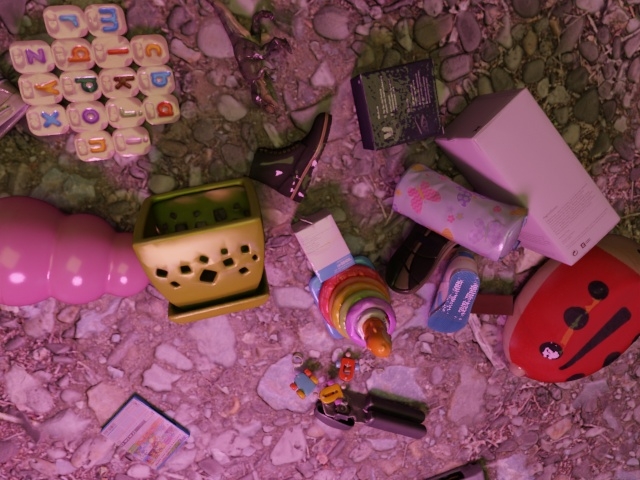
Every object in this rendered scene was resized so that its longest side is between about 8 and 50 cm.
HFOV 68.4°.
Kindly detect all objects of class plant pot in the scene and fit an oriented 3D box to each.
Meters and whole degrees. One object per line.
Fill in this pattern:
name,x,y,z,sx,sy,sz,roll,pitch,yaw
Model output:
plant pot,-0.217,0.022,0.933,0.228,0.227,0.207,-13,118,-7

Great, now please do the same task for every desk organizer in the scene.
desk organizer,0.403,0.156,1.155,0.130,0.047,0.050,5,82,-11

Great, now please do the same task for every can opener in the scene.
can opener,0.123,0.440,1.179,0.283,0.076,0.095,20,131,-14

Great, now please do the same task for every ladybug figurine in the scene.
ladybug figurine,0.648,0.184,1.151,0.305,0.162,0.449,42,93,-16

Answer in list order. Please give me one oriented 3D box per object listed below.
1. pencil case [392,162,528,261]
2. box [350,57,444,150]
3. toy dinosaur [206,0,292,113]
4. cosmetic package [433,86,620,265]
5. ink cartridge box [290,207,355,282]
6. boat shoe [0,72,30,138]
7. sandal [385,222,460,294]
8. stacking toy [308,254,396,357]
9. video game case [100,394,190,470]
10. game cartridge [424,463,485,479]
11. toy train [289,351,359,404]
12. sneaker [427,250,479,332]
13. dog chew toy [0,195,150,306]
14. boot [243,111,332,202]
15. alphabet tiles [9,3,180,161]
pencil case,0.287,-0.064,0.989,0.273,0.113,0.124,29,92,26
box,0.160,-0.285,0.996,0.158,0.093,0.156,-15,105,-7
toy dinosaur,-0.131,-0.395,0.940,0.118,0.064,0.268,-27,102,4
cosmetic package,0.442,-0.136,1.027,0.155,0.197,0.365,-43,107,2
ink cartridge box,0.000,0.000,1.033,0.089,0.092,0.143,-28,106,-3
boat shoe,-0.667,-0.176,0.872,0.094,0.109,0.302,38,91,-17
sandal,0.260,0.003,1.082,0.303,0.086,0.120,-45,61,-7
stacking toy,0.092,0.157,0.976,0.165,0.302,0.175,-24,105,-3
video game case,-0.409,0.452,1.105,0.166,0.015,0.119,43,92,-16
game cartridge,0.320,0.740,1.279,0.297,0.062,0.198,-18,101,-6
toy train,0.008,0.328,1.132,0.166,0.046,0.125,7,66,-3
sneaker,0.314,0.130,1.106,0.087,0.092,0.229,16,130,3
dog chew toy,-0.484,0.031,0.909,0.331,0.206,0.207,9,101,-20
boot,-0.067,-0.194,0.991,0.137,0.077,0.198,22,97,-9
alphabet tiles,-0.428,-0.303,0.915,0.277,0.021,0.284,-11,104,-16
